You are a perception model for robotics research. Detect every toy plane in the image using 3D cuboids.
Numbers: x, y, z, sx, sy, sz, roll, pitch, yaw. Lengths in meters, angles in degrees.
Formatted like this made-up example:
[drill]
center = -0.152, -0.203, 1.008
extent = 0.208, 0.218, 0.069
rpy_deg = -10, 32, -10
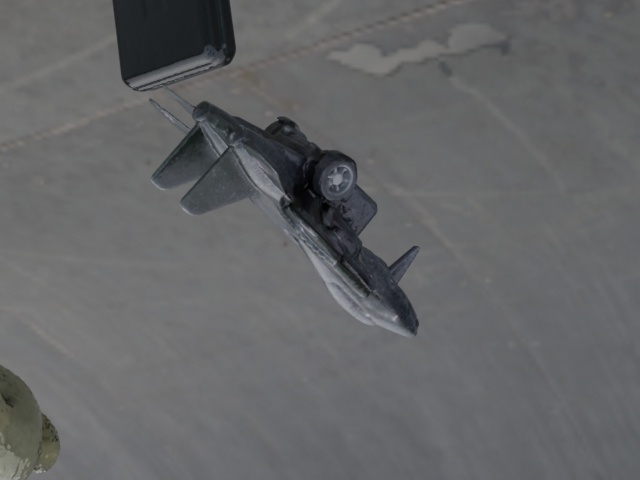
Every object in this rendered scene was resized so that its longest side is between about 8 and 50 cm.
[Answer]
[toy plane]
center = 0.007, -0.009, 0.873
extent = 0.267, 0.088, 0.212
rpy_deg = 35, -178, -41

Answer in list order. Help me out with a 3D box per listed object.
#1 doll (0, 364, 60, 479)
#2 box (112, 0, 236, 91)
[doll]
center = -0.316, 0.176, 0.911
extent = 0.175, 0.278, 0.149
rpy_deg = 36, 139, -1
[box]
center = -0.170, -0.291, 1.412
extent = 0.160, 0.230, 0.050
rpy_deg = -11, 175, 41
